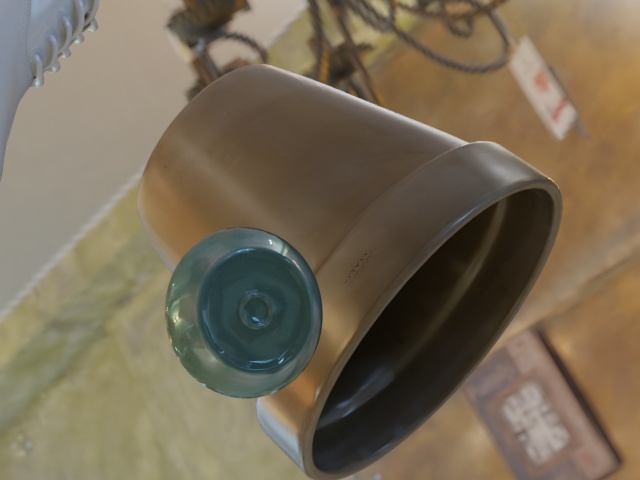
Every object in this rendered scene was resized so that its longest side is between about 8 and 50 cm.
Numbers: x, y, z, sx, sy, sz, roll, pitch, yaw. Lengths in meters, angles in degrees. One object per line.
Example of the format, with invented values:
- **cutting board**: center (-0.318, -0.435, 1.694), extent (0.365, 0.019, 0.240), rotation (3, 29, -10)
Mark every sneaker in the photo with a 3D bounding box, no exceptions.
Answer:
- **sneaker**: center (-0.175, -0.139, 0.914), extent (0.091, 0.258, 0.094), rotation (7, -26, -13)

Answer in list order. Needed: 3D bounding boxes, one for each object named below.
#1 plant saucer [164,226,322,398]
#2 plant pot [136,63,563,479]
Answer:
- **plant saucer**: center (-0.048, 0.049, 1.064), extent (0.119, 0.119, 0.021), rotation (-18, 2, -26)
- **plant pot**: center (0.000, 0.000, 1.338), extent (0.323, 0.280, 0.323), rotation (-42, -23, -23)
